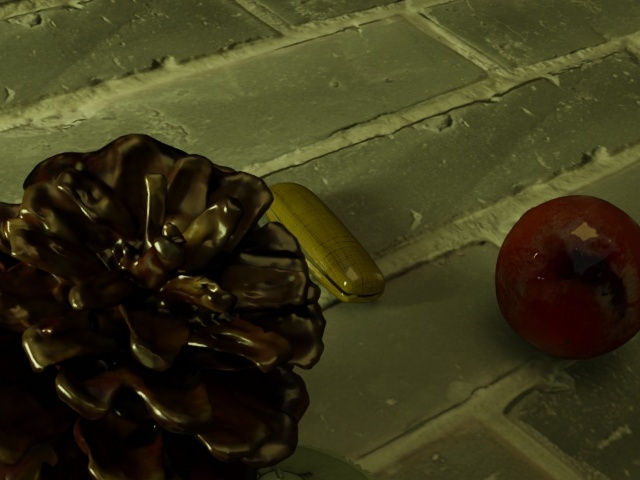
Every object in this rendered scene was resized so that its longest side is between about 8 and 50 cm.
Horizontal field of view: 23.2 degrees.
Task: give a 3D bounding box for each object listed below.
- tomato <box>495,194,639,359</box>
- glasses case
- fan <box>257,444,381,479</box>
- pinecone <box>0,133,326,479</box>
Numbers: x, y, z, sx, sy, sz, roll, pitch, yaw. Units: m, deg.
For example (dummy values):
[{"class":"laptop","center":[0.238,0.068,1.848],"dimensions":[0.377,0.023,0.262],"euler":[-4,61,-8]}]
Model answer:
[{"class":"tomato","center":[0.327,0.049,1.991],"dimensions":[0.208,0.208,0.184],"euler":[9,20,-9]},{"class":"glasses case","center":[0.000,0.000,2.056],"dimensions":[0.079,0.064,0.234],"euler":[-4,38,-37]},{"class":"fan","center":[-0.052,0.246,1.741],"dimensions":[0.233,0.012,0.414],"euler":[-3,40,-26]},{"class":"pinecone","center":[-0.174,0.093,1.497],"dimensions":[0.398,0.397,0.397],"euler":[11,35,-8]}]
